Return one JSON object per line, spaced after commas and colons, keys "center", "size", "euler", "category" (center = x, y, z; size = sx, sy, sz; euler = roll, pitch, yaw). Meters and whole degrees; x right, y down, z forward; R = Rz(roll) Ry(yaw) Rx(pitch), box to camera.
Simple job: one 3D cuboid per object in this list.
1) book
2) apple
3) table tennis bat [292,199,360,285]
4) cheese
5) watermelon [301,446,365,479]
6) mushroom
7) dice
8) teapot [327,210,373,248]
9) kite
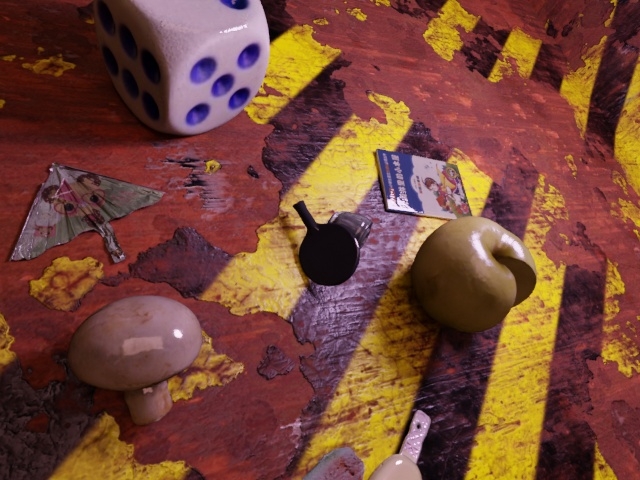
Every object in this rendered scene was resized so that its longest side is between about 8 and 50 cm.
{"center": [0.331, -0.172, 1.274], "size": [0.323, 0.018, 0.228], "euler": [5, 61, -22], "category": "book"}
{"center": [0.372, 0.088, 1.006], "size": [0.293, 0.254, 0.291], "euler": [13, 56, -20], "category": "apple"}
{"center": [0.000, 0.000, 0.974], "size": [0.150, 0.027, 0.236], "euler": [-35, 69, 10], "category": "table tennis bat"}
{"center": [0.173, 0.472, 0.827], "size": [0.127, 0.050, 0.255], "euler": [39, 55, 0], "category": "cheese"}
{"center": [0.006, 0.464, 0.738], "size": [0.180, 0.094, 0.081], "euler": [-30, 81, -18], "category": "watermelon"}
{"center": [-0.302, 0.190, 0.700], "size": [0.206, 0.207, 0.209], "euler": [-54, 134, -36], "category": "mushroom"}
{"center": [-0.316, -0.455, 0.955], "size": [0.277, 0.304, 0.304], "euler": [47, 55, 5], "category": "dice"}
{"center": [0.074, -0.037, 1.029], "size": [0.108, 0.111, 0.149], "euler": [31, 59, 10], "category": "teapot"}
{"center": [-0.487, -0.062, 0.840], "size": [0.323, 0.013, 0.267], "euler": [-35, 80, -32], "category": "kite"}
